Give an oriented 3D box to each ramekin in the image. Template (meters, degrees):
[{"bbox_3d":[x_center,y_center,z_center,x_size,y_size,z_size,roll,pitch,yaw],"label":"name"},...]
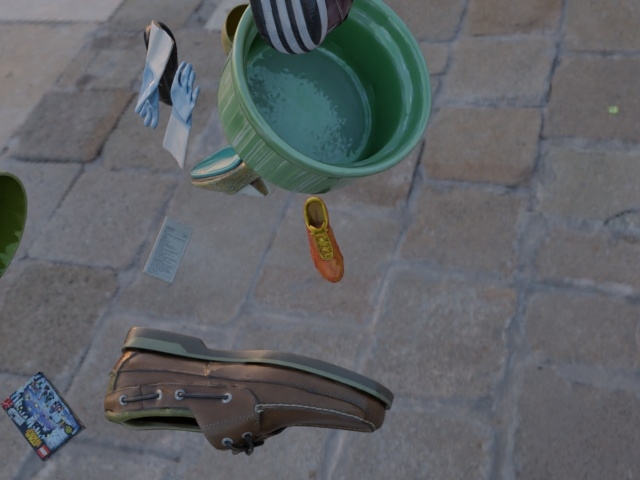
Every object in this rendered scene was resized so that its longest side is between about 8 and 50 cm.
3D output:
[{"bbox_3d":[-0.004,-0.214,1.220,0.303,0.148,0.303,7,72,-23],"label":"ramekin"}]

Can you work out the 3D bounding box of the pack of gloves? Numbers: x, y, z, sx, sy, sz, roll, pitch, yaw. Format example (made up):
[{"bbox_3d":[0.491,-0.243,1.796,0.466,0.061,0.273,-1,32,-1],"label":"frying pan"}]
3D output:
[{"bbox_3d":[-0.319,-0.285,1.664,0.046,0.232,0.195,-18,54,-35],"label":"pack of gloves"}]

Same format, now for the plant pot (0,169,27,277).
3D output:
[{"bbox_3d":[-0.734,-0.049,1.496,0.293,0.275,0.275,23,52,8],"label":"plant pot"}]

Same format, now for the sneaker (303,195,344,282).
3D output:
[{"bbox_3d":[0.000,0.000,1.618,0.064,0.175,0.067,-19,-1,8],"label":"sneaker"}]

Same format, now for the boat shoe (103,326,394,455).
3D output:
[{"bbox_3d":[-0.079,0.171,0.852,0.307,0.110,0.104,5,62,25],"label":"boat shoe"}]

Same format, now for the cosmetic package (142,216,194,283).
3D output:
[{"bbox_3d":[-0.288,0.019,1.580,0.060,0.041,0.115,25,79,-12],"label":"cosmetic package"}]

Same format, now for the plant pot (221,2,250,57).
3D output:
[{"bbox_3d":[-0.164,-0.437,1.828,0.134,0.134,0.095,-46,11,-30],"label":"plant pot"}]

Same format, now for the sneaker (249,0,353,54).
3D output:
[{"bbox_3d":[-0.023,-0.347,0.863,0.106,0.281,0.162,5,27,29],"label":"sneaker"}]

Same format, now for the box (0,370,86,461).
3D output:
[{"bbox_3d":[-0.510,0.323,1.534,0.094,0.027,0.137,-41,77,-6],"label":"box"}]

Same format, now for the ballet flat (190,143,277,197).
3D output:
[{"bbox_3d":[-0.089,-0.137,1.435,0.348,0.123,0.123,-24,33,40],"label":"ballet flat"}]

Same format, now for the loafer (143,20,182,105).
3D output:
[{"bbox_3d":[-0.351,-0.373,1.799,0.078,0.220,0.080,7,50,12],"label":"loafer"}]
